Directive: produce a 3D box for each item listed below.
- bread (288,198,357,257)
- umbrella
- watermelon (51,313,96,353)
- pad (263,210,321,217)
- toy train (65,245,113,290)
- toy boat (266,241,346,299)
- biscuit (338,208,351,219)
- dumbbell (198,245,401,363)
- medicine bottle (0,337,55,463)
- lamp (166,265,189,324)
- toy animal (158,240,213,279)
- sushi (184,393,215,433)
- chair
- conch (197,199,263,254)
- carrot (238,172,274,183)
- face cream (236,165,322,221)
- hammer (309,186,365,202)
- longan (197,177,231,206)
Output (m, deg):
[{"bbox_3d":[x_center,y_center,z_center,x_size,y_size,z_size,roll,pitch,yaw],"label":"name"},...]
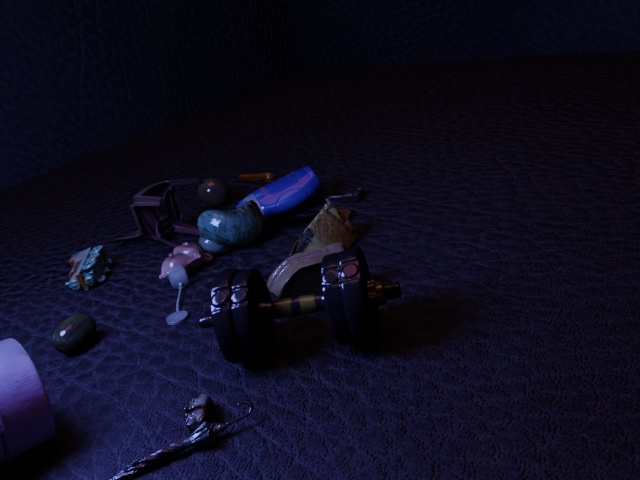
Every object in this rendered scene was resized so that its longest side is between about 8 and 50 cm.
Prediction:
[{"bbox_3d":[0.000,0.000,1.589,0.152,0.127,0.147,-39,8,38],"label":"bread"},{"bbox_3d":[-0.226,0.336,1.021,0.269,0.044,0.044,-28,64,-13],"label":"umbrella"},{"bbox_3d":[-0.551,0.208,1.433,0.078,0.078,0.111,1,29,33],"label":"watermelon"},{"bbox_3d":[-0.061,-0.074,1.774,0.193,0.004,0.116,-6,1,0],"label":"pad"},{"bbox_3d":[-0.654,0.081,1.787,0.118,0.074,0.176,-23,28,6],"label":"toy train"},{"bbox_3d":[-0.019,0.084,1.350,0.188,0.116,0.061,-18,30,-10],"label":"toy boat"},{"bbox_3d":[0.048,-0.061,1.749,0.078,0.015,0.091,13,36,44],"label":"biscuit"},{"bbox_3d":[-0.043,0.123,1.191,0.389,0.185,0.185,-11,24,10],"label":"dumbbell"},{"bbox_3d":[-0.627,0.308,1.051,0.302,0.241,0.241,-22,23,-38],"label":"medicine bottle"},{"bbox_3d":[-0.340,0.132,1.512,0.050,0.056,0.198,-13,27,-4],"label":"lamp"},{"bbox_3d":[-0.361,0.057,1.663,0.083,0.089,0.150,34,42,20],"label":"toy animal"},{"bbox_3d":[-0.203,0.290,1.087,0.046,0.044,0.083,-17,26,-4],"label":"sushi"},{"bbox_3d":[-0.493,-0.080,1.902,0.327,0.183,0.176,6,30,37],"label":"chair"},{"bbox_3d":[-0.246,-0.032,1.731,0.188,0.121,0.176,-16,-4,-2],"label":"conch"},{"bbox_3d":[-0.233,-0.221,2.241,0.190,0.037,0.037,7,32,43],"label":"carrot"},{"bbox_3d":[-0.128,-0.127,1.889,0.264,0.083,0.149,-27,33,-8],"label":"face cream"},{"bbox_3d":[-0.010,-0.123,1.914,0.292,0.029,0.058,-5,23,25],"label":"hammer"},{"bbox_3d":[-0.344,-0.156,2.099,0.119,0.106,0.106,21,-4,-42],"label":"longan"}]
